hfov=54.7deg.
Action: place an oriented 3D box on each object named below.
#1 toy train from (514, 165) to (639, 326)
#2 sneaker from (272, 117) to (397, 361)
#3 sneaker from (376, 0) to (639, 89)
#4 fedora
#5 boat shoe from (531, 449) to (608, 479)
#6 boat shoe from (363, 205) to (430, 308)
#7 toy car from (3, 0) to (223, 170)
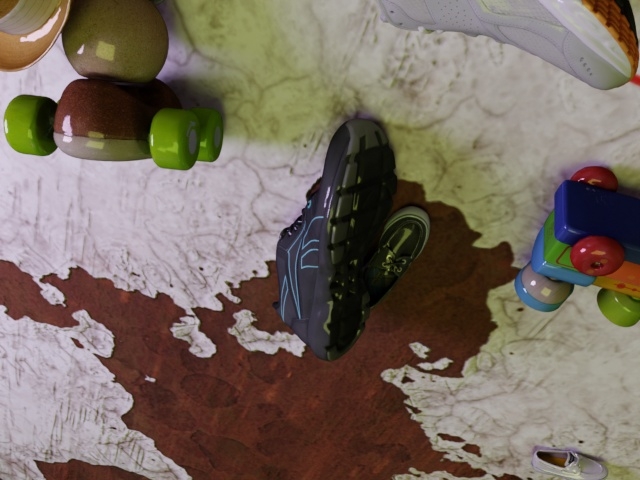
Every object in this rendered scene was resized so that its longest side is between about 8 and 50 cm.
[{"bbox_3d":[0.321,0.035,0.583,0.248,0.105,0.143,16,143,1],"label":"toy train"},{"bbox_3d":[0.000,0.000,0.632,0.106,0.101,0.267,30,123,32],"label":"sneaker"},{"bbox_3d":[0.111,-0.187,0.453,0.262,0.099,0.121,37,138,-8],"label":"sneaker"},{"bbox_3d":[-0.268,-0.224,0.470,0.194,0.079,0.194,6,101,31],"label":"fedora"},{"bbox_3d":[0.345,0.308,0.856,0.100,0.035,0.035,7,135,18],"label":"boat shoe"},{"bbox_3d":[0.077,0.024,0.672,0.049,0.040,0.142,23,133,-5],"label":"boat shoe"},{"bbox_3d":[-0.172,-0.166,0.543,0.155,0.149,0.189,6,103,5],"label":"toy car"}]
